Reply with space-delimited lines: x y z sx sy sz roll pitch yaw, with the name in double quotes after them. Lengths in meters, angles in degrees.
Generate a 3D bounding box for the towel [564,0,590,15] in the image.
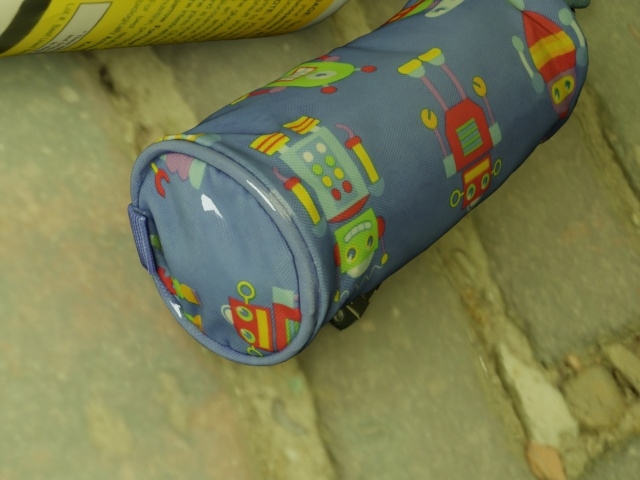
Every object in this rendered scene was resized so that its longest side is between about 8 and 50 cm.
0.131 -0.187 1.132 0.119 0.029 0.067 2 63 -38 "towel"

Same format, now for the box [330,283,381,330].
0.000 0.000 0.911 0.083 0.018 0.067 42 45 -10 "box"

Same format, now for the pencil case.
0.025 -0.052 0.865 0.306 0.133 0.119 -38 125 -46 "pencil case"

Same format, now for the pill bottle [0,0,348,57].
-0.082 -0.196 0.850 0.334 0.188 0.188 -11 70 -43 "pill bottle"
